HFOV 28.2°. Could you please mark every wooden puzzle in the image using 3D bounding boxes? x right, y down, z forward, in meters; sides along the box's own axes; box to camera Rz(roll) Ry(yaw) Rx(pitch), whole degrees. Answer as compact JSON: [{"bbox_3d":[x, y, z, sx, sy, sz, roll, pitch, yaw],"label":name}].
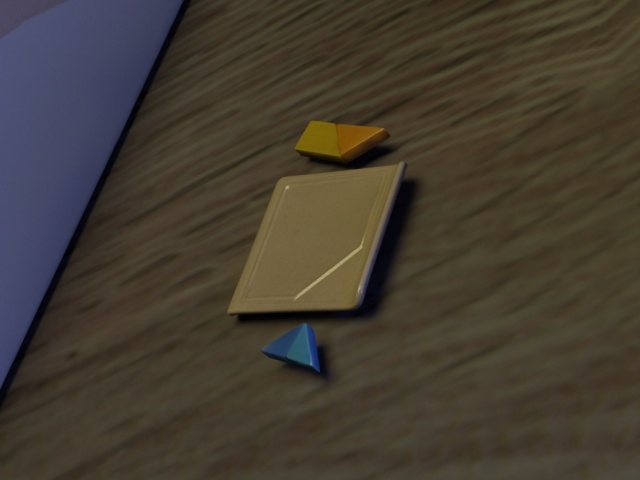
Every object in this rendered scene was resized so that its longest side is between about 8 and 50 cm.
[{"bbox_3d":[0.000,0.000,0.509,0.078,0.014,0.116,0,56,45],"label":"wooden puzzle"}]

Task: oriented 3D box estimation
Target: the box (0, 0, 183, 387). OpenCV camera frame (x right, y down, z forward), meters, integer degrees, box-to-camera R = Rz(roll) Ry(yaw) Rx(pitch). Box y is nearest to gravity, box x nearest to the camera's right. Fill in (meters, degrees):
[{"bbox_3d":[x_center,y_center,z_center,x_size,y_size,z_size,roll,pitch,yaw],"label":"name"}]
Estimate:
[{"bbox_3d":[-0.188,-0.071,0.639,0.148,0.121,0.311,-4,54,36],"label":"box"}]
